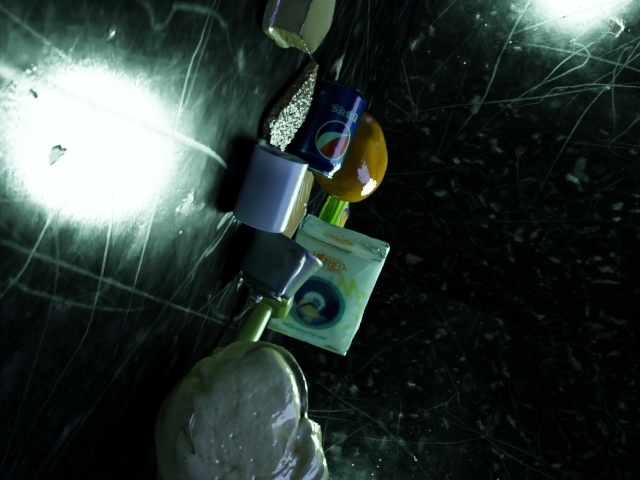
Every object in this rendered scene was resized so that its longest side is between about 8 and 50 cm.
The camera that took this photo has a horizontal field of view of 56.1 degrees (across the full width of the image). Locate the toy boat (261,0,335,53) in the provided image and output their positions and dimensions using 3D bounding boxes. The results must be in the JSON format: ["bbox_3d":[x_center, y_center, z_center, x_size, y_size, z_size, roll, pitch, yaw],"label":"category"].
[{"bbox_3d":[-0.024,-0.342,0.895,0.188,0.061,0.116,-42,153,-77],"label":"toy boat"}]

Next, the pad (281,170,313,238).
[{"bbox_3d":[-0.067,-0.102,1.575,0.284,0.018,0.286,-61,169,-46],"label":"pad"}]

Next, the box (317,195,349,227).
[{"bbox_3d":[0.000,0.000,2.133,0.134,0.097,0.345,86,25,-57],"label":"box"}]

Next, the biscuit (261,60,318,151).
[{"bbox_3d":[-0.058,-0.235,1.135,0.131,0.026,0.236,103,10,-45],"label":"biscuit"}]

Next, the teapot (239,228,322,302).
[{"bbox_3d":[-0.105,0.067,1.277,0.149,0.162,0.239,-59,-158,-9],"label":"teapot"}]

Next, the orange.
[{"bbox_3d":[0.066,-0.213,1.501,0.240,0.171,0.240,8,81,-63],"label":"orange"}]

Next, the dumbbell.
[{"bbox_3d":[-0.162,0.216,1.405,0.302,0.122,0.108,-63,142,-39],"label":"dumbbell"}]

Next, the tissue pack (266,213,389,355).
[{"bbox_3d":[0.020,0.147,1.905,0.162,0.288,0.387,-66,175,-61],"label":"tissue pack"}]

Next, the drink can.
[{"bbox_3d":[0.018,-0.246,1.337,0.118,0.118,0.204,-9,121,-83],"label":"drink can"}]

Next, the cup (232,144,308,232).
[{"bbox_3d":[-0.084,-0.094,1.059,0.136,0.099,0.133,-41,151,-75],"label":"cup"}]

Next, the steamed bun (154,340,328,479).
[{"bbox_3d":[-0.155,0.390,1.126,0.325,0.372,0.230,-20,174,-30],"label":"steamed bun"}]
